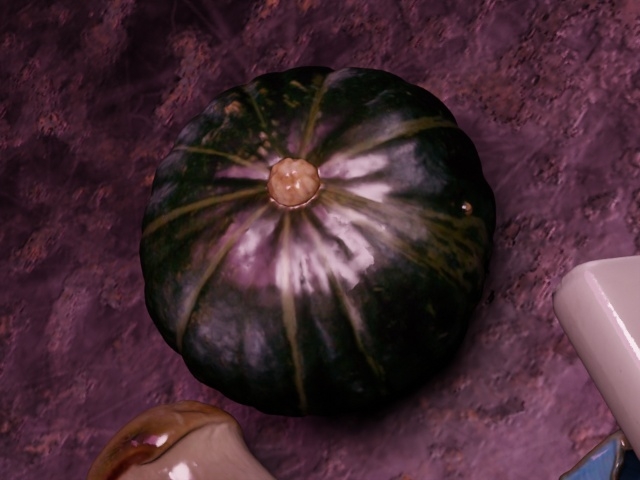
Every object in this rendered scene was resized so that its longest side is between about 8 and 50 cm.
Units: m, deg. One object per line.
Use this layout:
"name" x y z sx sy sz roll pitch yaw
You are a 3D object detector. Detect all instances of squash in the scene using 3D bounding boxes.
"squash" 0.000 0.000 1.119 0.218 0.172 0.218 -11 58 19

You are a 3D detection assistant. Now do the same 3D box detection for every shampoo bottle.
"shampoo bottle" 0.231 0.135 0.964 0.153 0.071 0.284 -5 59 -22

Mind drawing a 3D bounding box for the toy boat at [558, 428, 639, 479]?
"toy boat" 0.190 0.187 0.993 0.077 0.075 0.185 -28 61 25

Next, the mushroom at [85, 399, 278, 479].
"mushroom" -0.002 0.214 1.077 0.159 0.122 0.329 -26 51 -28
